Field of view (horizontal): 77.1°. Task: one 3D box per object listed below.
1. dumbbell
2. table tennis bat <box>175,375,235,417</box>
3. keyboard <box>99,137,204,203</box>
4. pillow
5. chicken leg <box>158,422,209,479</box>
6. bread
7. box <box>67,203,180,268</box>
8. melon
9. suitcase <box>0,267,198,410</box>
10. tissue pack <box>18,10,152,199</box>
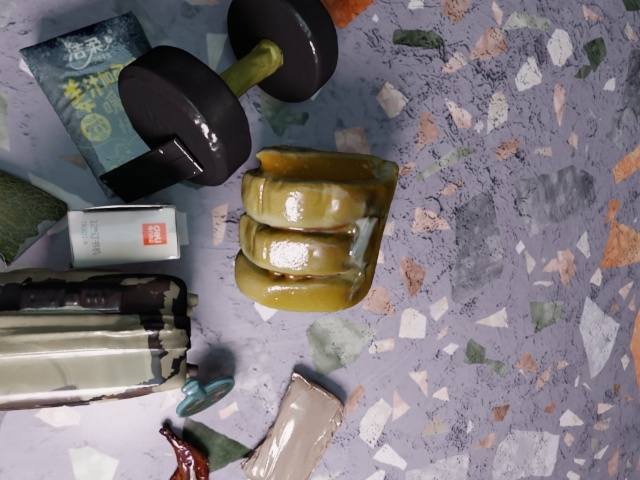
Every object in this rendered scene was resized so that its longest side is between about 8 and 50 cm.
[{"bbox_3d":[-0.132,-0.261,0.649,0.204,0.204,0.322,48,61,-20],"label":"dumbbell"},{"bbox_3d":[-0.228,0.294,0.772,0.124,0.201,0.033,-31,66,-17],"label":"table tennis bat"},{"bbox_3d":[-0.266,-0.103,0.619,0.063,0.198,0.010,53,39,-33],"label":"keyboard"},{"bbox_3d":[-0.058,0.449,0.906,0.173,0.067,0.270,32,86,-17],"label":"pillow"},{"bbox_3d":[-0.282,0.475,0.842,0.093,0.053,0.205,-2,96,-5],"label":"chicken leg"},{"bbox_3d":[0.000,0.000,0.752,0.301,0.210,0.341,0,114,-39],"label":"bread"},{"bbox_3d":[-0.300,-0.017,0.637,0.135,0.269,0.079,-5,97,-21],"label":"box"},{"bbox_3d":[-0.501,-0.045,0.670,0.139,0.093,0.202,-19,75,-43],"label":"melon"},{"bbox_3d":[-0.364,0.139,0.599,0.339,0.351,0.194,2,74,-19],"label":"suitcase"},{"bbox_3d":[-0.340,-0.225,0.689,0.185,0.081,0.257,-29,107,-15],"label":"tissue pack"}]
